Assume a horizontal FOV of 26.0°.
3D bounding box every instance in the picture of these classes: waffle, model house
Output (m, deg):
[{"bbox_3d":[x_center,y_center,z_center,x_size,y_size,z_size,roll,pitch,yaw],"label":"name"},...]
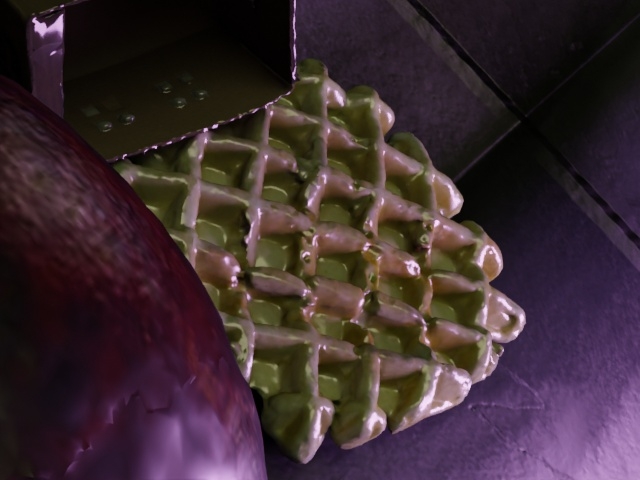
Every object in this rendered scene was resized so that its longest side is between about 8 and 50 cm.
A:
[{"bbox_3d":[0.000,0.000,0.960,0.309,0.056,0.292,-25,76,-44],"label":"waffle"},{"bbox_3d":[-0.158,-0.202,0.901,0.211,0.204,0.243,-24,49,-28],"label":"model house"}]

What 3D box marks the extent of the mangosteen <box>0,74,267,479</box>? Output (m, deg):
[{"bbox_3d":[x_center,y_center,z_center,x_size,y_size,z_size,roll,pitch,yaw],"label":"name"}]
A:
[{"bbox_3d":[-0.207,0.117,0.508,0.381,0.421,0.381,2,76,-8],"label":"mangosteen"}]
